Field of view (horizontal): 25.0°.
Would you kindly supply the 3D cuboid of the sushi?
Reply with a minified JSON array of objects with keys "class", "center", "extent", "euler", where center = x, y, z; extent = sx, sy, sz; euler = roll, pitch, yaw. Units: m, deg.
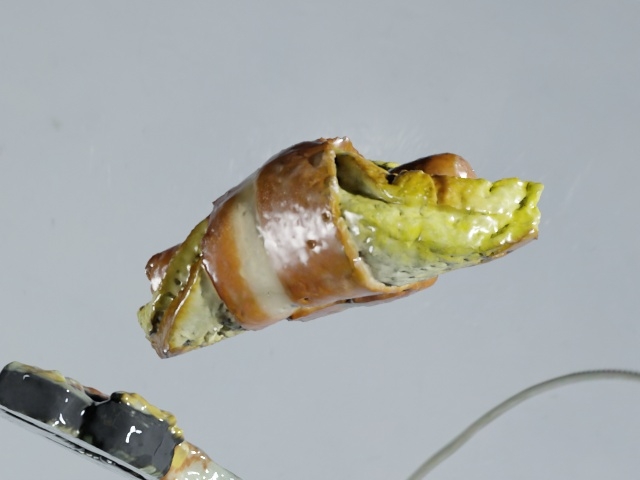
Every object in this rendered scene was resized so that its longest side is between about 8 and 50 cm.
[{"class":"sushi","center":[-0.197,0.165,1.301],"extent":[0.343,0.359,0.064],"euler":[37,72,-42]}]

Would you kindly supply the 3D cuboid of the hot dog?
[{"class":"hot dog","center":[-0.002,-0.005,0.787],"extent":[0.261,0.123,0.093],"euler":[-17,80,22]}]
